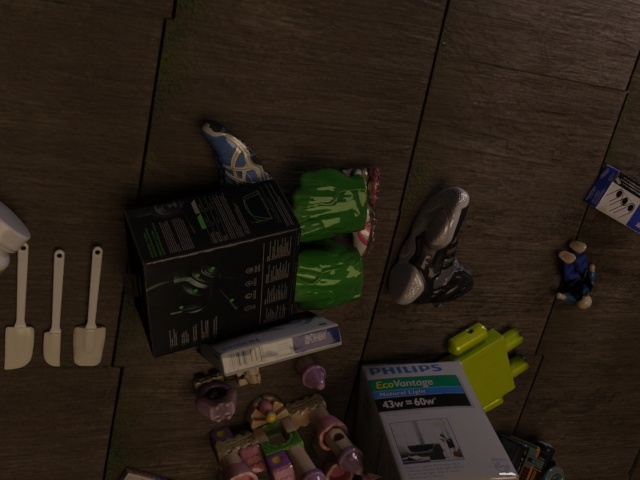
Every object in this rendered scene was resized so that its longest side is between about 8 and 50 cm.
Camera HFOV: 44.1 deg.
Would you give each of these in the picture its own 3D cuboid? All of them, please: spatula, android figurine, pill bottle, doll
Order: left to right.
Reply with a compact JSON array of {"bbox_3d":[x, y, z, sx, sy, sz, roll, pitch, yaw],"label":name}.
[{"bbox_3d":[-0.559,0.031,1.215,0.208,0.119,0.119,-43,124,-1],"label":"pill bottle"},{"bbox_3d":[-0.453,0.115,1.368,0.168,0.019,0.242,3,111,-21],"label":"spatula"},{"bbox_3d":[0.351,0.311,1.815,0.273,0.056,0.248,-29,122,-11],"label":"android figurine"},{"bbox_3d":[0.593,0.092,1.832,0.129,0.046,0.189,-40,130,-14],"label":"doll"}]

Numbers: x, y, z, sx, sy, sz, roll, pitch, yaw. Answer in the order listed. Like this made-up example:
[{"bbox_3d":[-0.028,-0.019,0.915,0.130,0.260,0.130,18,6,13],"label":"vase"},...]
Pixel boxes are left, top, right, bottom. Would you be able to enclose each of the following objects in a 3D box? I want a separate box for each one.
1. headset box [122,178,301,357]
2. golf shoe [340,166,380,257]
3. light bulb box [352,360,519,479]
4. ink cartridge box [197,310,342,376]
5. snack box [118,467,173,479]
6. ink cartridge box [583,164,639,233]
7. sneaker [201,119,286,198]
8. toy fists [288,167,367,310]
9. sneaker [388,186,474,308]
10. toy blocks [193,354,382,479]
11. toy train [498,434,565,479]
[{"bbox_3d":[-0.191,0.051,1.350,0.283,0.131,0.246,-15,139,-19],"label":"headset box"},{"bbox_3d":[0.068,-0.055,1.513,0.086,0.067,0.186,3,115,2],"label":"golf shoe"},{"bbox_3d":[0.210,0.493,1.617,0.225,0.361,0.358,-1,118,-9],"label":"light bulb box"},{"bbox_3d":[-0.103,0.180,1.454,0.223,0.224,0.045,-13,97,-21],"label":"ink cartridge box"},{"bbox_3d":[-0.330,0.513,1.607,0.178,0.022,0.064,28,98,-32],"label":"snack box"},{"bbox_3d":[0.699,-0.087,1.799,0.207,0.046,0.097,23,103,-32],"label":"ink cartridge box"},{"bbox_3d":[-0.142,-0.117,1.366,0.081,0.080,0.211,-41,123,-5],"label":"sneaker"},{"bbox_3d":[0.000,0.000,1.447,0.142,0.096,0.279,-6,118,-17],"label":"toy fists"},{"bbox_3d":[0.256,0.022,1.612,0.153,0.101,0.268,16,111,-31],"label":"sneaker"},{"bbox_3d":[-0.066,0.414,1.544,0.289,0.260,0.309,-16,119,-18],"label":"toy blocks"},{"bbox_3d":[0.469,0.640,1.952,0.190,0.142,0.334,31,81,-31],"label":"toy train"}]
